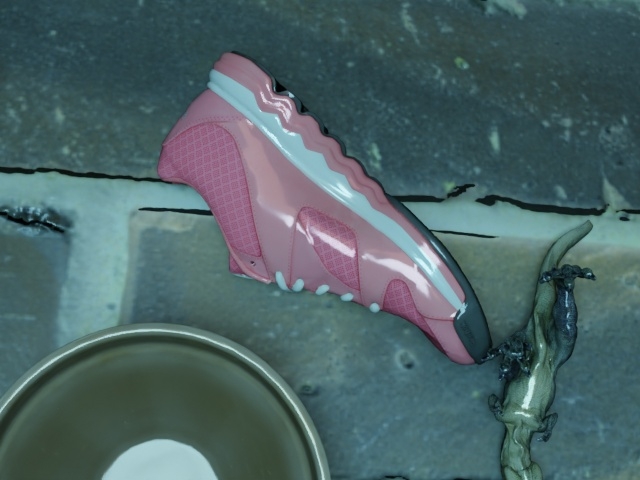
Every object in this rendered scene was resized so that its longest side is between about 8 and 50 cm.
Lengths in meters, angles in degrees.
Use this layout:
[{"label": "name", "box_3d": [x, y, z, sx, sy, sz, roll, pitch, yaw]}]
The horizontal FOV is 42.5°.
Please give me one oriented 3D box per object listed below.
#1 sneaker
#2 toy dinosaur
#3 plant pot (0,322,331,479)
[{"label": "sneaker", "box_3d": [0.000, 0.000, 0.658, 0.136, 0.116, 0.314, -45, 86, 6]}, {"label": "toy dinosaur", "box_3d": [0.173, 0.078, 0.640, 0.064, 0.118, 0.268, 12, 69, 21]}, {"label": "plant pot", "box_3d": [-0.115, 0.183, 0.566, 0.238, 0.109, 0.237, 2, 72, -7]}]
